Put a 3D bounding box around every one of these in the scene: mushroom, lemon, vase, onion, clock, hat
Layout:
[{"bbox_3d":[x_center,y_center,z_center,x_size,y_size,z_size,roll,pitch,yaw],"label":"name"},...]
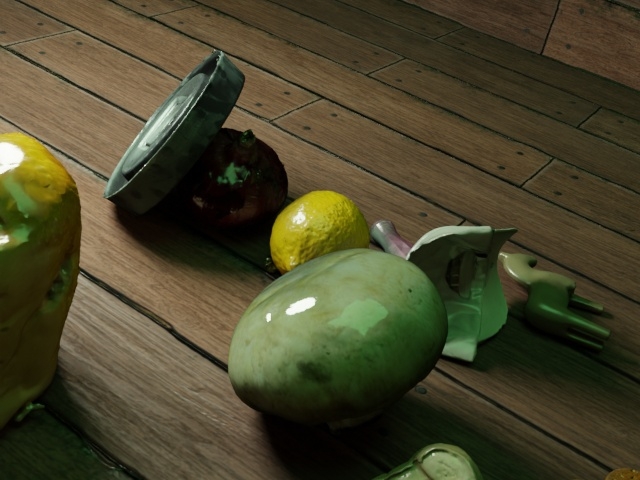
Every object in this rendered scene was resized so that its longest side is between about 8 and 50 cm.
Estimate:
[{"bbox_3d":[0.026,0.162,1.282,0.352,0.260,0.352,-24,9,4],"label":"mushroom"},{"bbox_3d":[0.000,0.000,1.616,0.188,0.188,0.256,23,31,16],"label":"lemon"},{"bbox_3d":[0.169,0.030,1.725,0.086,0.086,0.214,-2,31,-21],"label":"vase"},{"bbox_3d":[-0.183,-0.142,1.737,0.252,0.219,0.252,12,41,-10],"label":"onion"},{"bbox_3d":[-0.298,-0.218,1.695,0.076,0.386,0.386,38,27,-21],"label":"clock"},{"bbox_3d":[0.271,0.065,1.594,0.168,0.258,0.301,16,19,29],"label":"hat"}]

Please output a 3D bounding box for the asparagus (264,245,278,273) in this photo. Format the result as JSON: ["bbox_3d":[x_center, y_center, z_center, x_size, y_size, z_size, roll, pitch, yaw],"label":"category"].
[{"bbox_3d":[-0.085,0.011,1.709,0.036,0.030,0.165,-6,31,17],"label":"asparagus"}]

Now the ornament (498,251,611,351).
[{"bbox_3d":[0.476,0.110,1.719,0.244,0.061,0.230,22,32,8],"label":"ornament"}]

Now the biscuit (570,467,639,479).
[{"bbox_3d":[0.434,0.432,1.248,0.165,0.036,0.250,33,42,27],"label":"biscuit"}]

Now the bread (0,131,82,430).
[{"bbox_3d":[-0.489,0.038,1.240,0.250,0.394,0.361,2,28,-44],"label":"bread"}]

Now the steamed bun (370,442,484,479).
[{"bbox_3d":[0.153,0.385,1.117,0.231,0.212,0.110,33,-4,24],"label":"steamed bun"}]
